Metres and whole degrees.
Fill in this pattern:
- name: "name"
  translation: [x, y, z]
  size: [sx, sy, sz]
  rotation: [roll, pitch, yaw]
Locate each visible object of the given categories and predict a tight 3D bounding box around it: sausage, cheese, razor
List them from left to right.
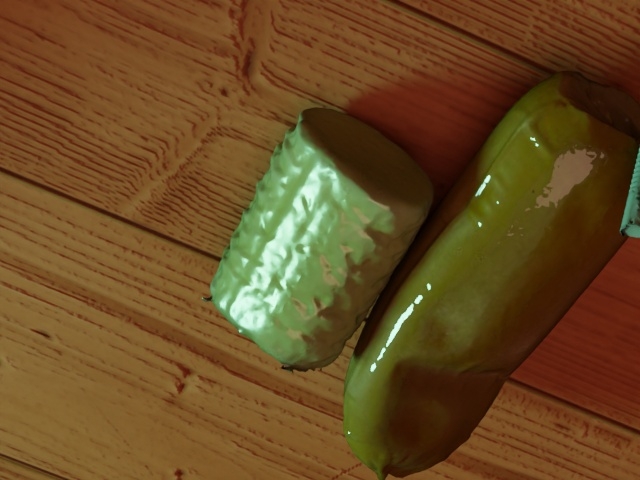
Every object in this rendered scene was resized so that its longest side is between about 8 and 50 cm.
- name: "cheese"
  translation: [0.000, 0.000, 1.356]
  size: [0.123, 0.094, 0.167]
  rotation: [42, 119, 24]
- name: "sausage"
  translation: [0.118, 0.036, 1.367]
  size: [0.134, 0.116, 0.354]
  rotation: [9, 126, -40]
- name: "razor"
  translation: [0.236, -0.096, 1.262]
  size: [0.084, 0.211, 0.036]
  rotation: [24, 161, -12]
